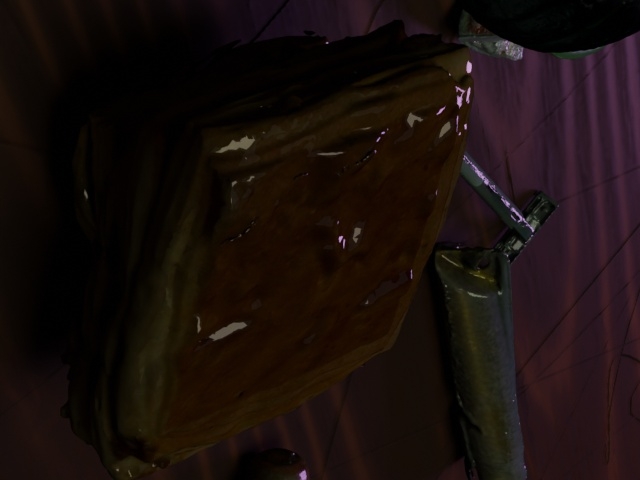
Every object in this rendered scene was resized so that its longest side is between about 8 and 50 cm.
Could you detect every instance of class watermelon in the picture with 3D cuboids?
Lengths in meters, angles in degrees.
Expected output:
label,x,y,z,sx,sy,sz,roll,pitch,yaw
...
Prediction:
label,x,y,z,sx,sy,sz,roll,pitch,yaw
watermelon,0.153,-0.170,1.482,0.085,0.061,0.085,-19,125,-30

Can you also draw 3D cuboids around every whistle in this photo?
label,x,y,z,sx,sy,sz,roll,pitch,yaw
whistle,0.153,0.119,1.731,0.326,0.068,0.057,80,16,-45

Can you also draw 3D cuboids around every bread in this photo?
label,x,y,z,sx,sy,sz,roll,pitch,yaw
bread,-0.052,-0.011,1.308,0.277,0.167,0.324,-21,143,-36

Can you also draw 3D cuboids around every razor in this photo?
label,x,y,z,sx,sy,sz,roll,pitch,yaw
razor,0.145,-0.042,1.607,0.084,0.036,0.211,-52,145,-3

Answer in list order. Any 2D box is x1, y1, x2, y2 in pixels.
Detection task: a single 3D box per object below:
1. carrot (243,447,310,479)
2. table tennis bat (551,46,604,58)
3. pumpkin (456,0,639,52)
label,x,y,z,sx,sy,sz,roll,pitch,yaw
carrot,-0.035,0.347,1.644,0.070,0.070,0.342,-15,109,-40
table tennis bat,0.237,-0.256,1.526,0.160,0.039,0.257,-33,145,-23
pumpkin,0.141,-0.243,1.303,0.248,0.248,0.248,-28,138,-29
